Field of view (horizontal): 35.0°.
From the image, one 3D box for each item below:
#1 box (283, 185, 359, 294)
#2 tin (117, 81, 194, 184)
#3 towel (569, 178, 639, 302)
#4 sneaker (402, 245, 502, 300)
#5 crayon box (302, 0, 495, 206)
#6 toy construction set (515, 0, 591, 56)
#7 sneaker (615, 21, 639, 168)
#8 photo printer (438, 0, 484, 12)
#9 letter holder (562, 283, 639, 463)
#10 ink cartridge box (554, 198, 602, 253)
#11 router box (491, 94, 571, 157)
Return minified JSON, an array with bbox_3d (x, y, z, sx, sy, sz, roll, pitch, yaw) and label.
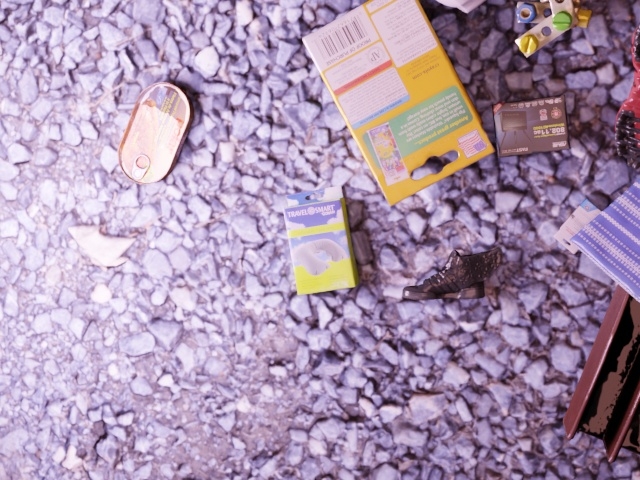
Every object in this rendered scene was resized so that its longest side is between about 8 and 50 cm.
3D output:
[{"bbox_3d":[0.000,0.000,1.786,0.109,0.042,0.178,-9,93,12],"label":"box"},{"bbox_3d":[-0.296,-0.193,1.835,0.106,0.040,0.190,26,99,13],"label":"tin"},{"bbox_3d":[0.587,-0.047,1.571,0.336,0.040,0.243,-41,47,1],"label":"towel"},{"bbox_3d":[0.225,0.056,1.742,0.170,0.051,0.089,-1,94,7],"label":"sneaker"},{"bbox_3d":[0.135,-0.246,1.717,0.203,0.083,0.323,-27,88,12],"label":"crayon box"},{"bbox_3d":[0.458,-0.423,1.593,0.327,0.151,0.215,-9,105,12],"label":"toy construction set"},{"bbox_3d":[0.540,-0.246,1.606,0.097,0.135,0.276,23,133,28],"label":"sneaker"},{"bbox_3d":[0.209,-0.523,1.610,0.256,0.107,0.307,-52,58,11],"label":"photo printer"},{"bbox_3d":[0.513,0.208,1.609,0.152,0.214,0.302,21,99,9],"label":"letter holder"},{"bbox_3d":[0.435,-0.023,1.700,0.048,0.028,0.083,42,101,6],"label":"ink cartridge box"},{"bbox_3d":[0.352,-0.191,1.699,0.122,0.038,0.092,-7,94,12],"label":"router box"}]
